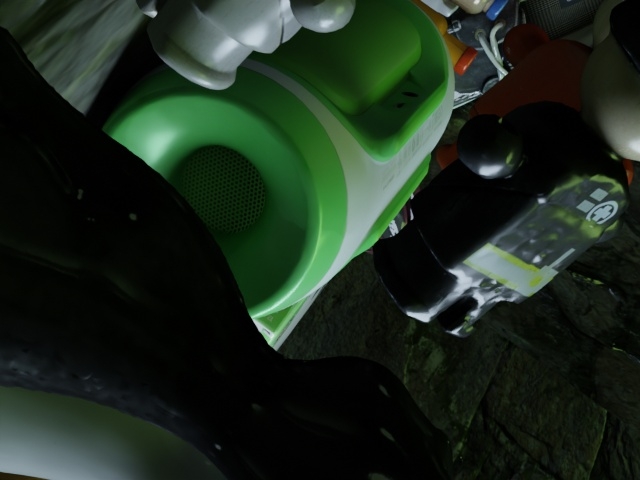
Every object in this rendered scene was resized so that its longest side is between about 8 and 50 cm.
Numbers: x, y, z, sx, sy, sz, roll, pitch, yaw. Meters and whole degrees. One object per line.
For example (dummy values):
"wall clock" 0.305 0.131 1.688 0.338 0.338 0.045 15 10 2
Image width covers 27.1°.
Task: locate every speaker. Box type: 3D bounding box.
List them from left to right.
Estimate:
"speaker" -0.011 -0.059 0.697 0.131 0.131 0.296 -55 177 24

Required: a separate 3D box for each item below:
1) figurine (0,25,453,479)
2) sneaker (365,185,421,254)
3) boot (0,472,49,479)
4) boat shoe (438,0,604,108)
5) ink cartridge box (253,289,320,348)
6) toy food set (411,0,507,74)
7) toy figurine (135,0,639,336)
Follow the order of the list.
"figurine" -0.058 0.058 0.445 0.092 0.209 0.215 -53 178 -25
"sneaker" 0.000 0.000 1.285 0.281 0.163 0.106 -56 177 29
"boot" -0.121 0.077 0.719 0.220 0.109 0.283 -57 174 18
"boat shoe" 0.180 -0.202 1.279 0.335 0.121 0.119 -28 -152 3
"ink cartridge box" -0.043 0.000 1.030 0.273 0.115 0.198 -52 177 -39
"toy food set" 0.125 -0.231 1.159 0.111 0.104 0.232 -55 177 27
"toy figurine" 0.056 -0.093 0.521 0.148 0.209 0.213 -43 -178 24
